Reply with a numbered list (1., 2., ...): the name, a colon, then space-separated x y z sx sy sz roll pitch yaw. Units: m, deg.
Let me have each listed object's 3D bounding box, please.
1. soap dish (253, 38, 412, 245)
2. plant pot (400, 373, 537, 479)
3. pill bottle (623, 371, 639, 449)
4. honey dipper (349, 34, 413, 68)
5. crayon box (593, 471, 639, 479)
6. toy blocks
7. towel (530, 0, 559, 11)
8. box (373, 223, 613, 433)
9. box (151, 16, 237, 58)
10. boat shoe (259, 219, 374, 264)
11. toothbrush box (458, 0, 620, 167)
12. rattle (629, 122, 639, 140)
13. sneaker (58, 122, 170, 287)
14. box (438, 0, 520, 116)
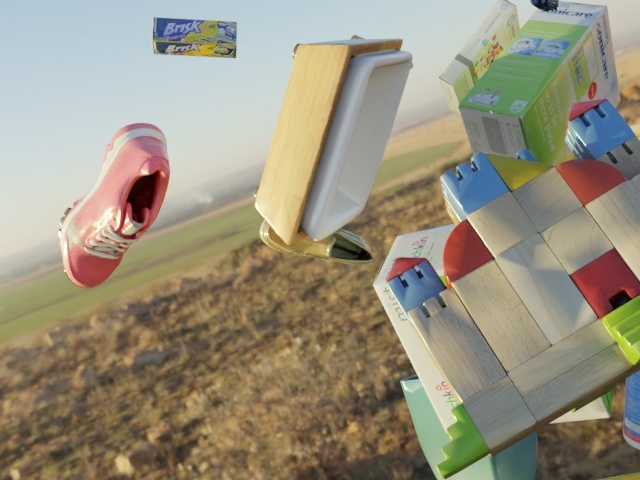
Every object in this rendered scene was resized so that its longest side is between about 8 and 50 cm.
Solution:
1. soap dish: 0.018 -0.156 1.260 0.118 0.290 0.229 24 22 15
2. plant pot: 0.276 0.333 1.521 0.166 0.234 0.165 -12 -2 -44
3. pill bottle: 0.572 0.232 1.450 0.124 0.221 0.124 -1 13 0
4. honey dipper: 0.126 -0.384 1.786 0.161 0.030 0.030 30 39 33
5. crayon box: 0.524 0.451 1.410 0.313 0.106 0.363 -8 -26 -7
6. toy blocks: 0.216 0.018 0.839 0.381 0.261 0.191 -31 -21 1
7. towel: 0.332 -0.379 1.304 0.029 0.067 0.119 -16 3 26
8. box: 0.232 0.106 1.140 0.231 0.262 0.126 -13 27 29
9. box: -0.253 -0.409 1.762 0.169 0.059 0.054 1 -19 -6
10. boat shoe: 0.000 0.000 1.365 0.190 0.068 0.072 10 9 -27
11. toothbrush box: 0.370 -0.227 1.441 0.122 0.206 0.283 18 57 38
12. rattle: 0.545 -0.148 1.592 0.200 0.130 0.143 -8 7 34
13. sneaker: -0.335 -0.035 1.418 0.116 0.313 0.136 14 26 -35
14. box: 0.298 -0.332 1.608 0.186 0.038 0.145 -53 -23 -3
